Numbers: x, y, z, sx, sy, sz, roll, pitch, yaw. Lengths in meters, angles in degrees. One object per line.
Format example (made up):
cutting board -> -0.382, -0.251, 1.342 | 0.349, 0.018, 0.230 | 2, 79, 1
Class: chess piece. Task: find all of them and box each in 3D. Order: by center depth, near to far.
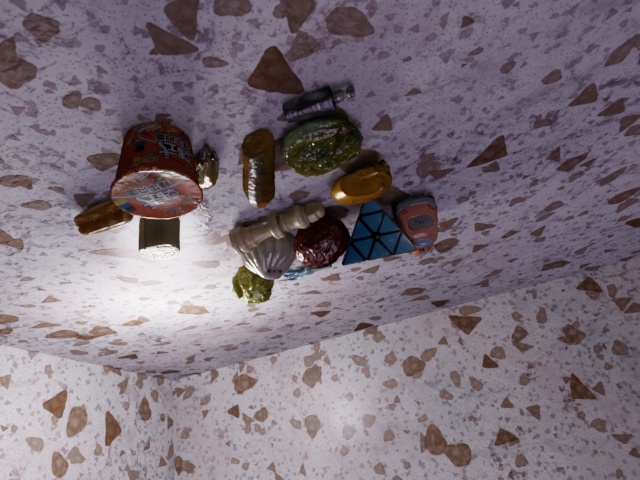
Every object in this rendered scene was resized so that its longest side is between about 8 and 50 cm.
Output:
chess piece -> -0.168, -0.061, 1.781 | 0.396, 0.117, 0.117 | -21, 151, 15

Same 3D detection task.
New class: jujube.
jujube -> 0.000, 0.000, 1.842 | 0.232, 0.213, 0.212 | -34, 145, 25

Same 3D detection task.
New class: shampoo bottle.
shampoo bottle -> -0.003, -0.392, 1.268 | 0.207, 0.064, 0.057 | -15, 142, 11

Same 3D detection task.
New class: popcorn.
popcorn -> -0.330, 0.209, 2.129 | 0.216, 0.181, 0.235 | 7, 180, 12

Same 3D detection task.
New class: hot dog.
hot dog -> -0.737, -0.085, 1.550 | 0.248, 0.102, 0.076 | -18, -167, 17

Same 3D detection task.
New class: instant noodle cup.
instant noodle cup -> -0.474, -0.207, 1.299 | 0.249, 0.192, 0.250 | -9, 153, -5

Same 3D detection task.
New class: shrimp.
shrimp -> -0.386, -0.230, 1.445 | 0.115, 0.051, 0.217 | 3, 152, -21

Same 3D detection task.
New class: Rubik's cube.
Rubik's cube -> 0.213, -0.026, 1.840 | 0.233, 0.229, 0.228 | 15, 141, -40

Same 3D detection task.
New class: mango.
mango -> 0.141, -0.195, 1.617 | 0.252, 0.126, 0.153 | -21, 172, 37

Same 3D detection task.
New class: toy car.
toy car -> 0.408, -0.050, 1.890 | 0.180, 0.213, 0.271 | -11, 152, 1

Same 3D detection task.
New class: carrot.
carrot -> -0.201, -0.221, 1.459 | 0.113, 0.114, 0.302 | -6, 150, -10

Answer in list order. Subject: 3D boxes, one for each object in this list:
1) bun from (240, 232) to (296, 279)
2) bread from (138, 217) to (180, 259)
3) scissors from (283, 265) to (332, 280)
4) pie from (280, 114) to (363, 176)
bun -> -0.220, 0.088, 1.968 | 0.262, 0.175, 0.263 | -10, 153, -5
bread -> -0.600, -0.015, 1.671 | 0.148, 0.142, 0.134 | -6, 156, -7
scissors -> -0.063, 0.158, 2.304 | 0.255, 0.030, 0.125 | -15, 154, 13
pie -> 0.007, -0.292, 1.437 | 0.276, 0.079, 0.277 | -7, 152, -4
